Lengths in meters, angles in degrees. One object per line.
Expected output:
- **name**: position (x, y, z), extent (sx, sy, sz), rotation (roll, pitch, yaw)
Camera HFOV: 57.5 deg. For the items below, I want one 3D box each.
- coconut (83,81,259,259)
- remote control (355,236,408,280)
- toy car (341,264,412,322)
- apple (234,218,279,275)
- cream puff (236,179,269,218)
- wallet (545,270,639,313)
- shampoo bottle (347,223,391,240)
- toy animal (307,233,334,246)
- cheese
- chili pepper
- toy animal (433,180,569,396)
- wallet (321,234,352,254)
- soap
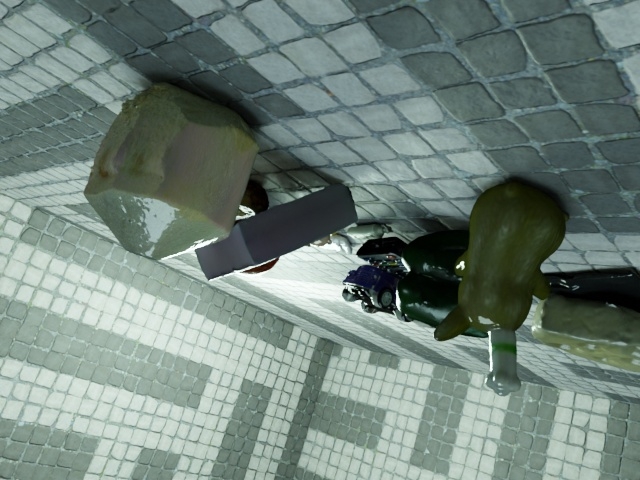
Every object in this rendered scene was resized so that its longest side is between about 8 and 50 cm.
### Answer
- **coconut**: position (-0.288, -0.113, 1.115), extent (0.298, 0.309, 0.297), rotation (17, 164, 5)
- **remote control**: position (0.259, 0.075, 1.558), extent (0.145, 0.062, 0.399), rotation (-6, 157, 39)
- **toy car**: position (0.186, 0.135, 1.705), extent (0.235, 0.157, 0.172), rotation (33, 163, -36)
- **apple**: position (-0.208, 0.016, 1.729), extent (0.181, 0.181, 0.168), rotation (32, -177, -41)
- **cream puff**: position (-0.199, -0.110, 1.434), extent (0.149, 0.084, 0.149), rotation (4, 165, 1)
- **wallet**: position (0.663, 0.131, 1.396), extent (0.247, 0.041, 0.323), rotation (24, 161, -26)
- **shampoo bottle**: position (0.129, -0.022, 1.470), extent (0.049, 0.034, 0.141), rotation (36, 157, -29)
- **toy animal**: position (-0.020, -0.023, 1.539), extent (0.115, 0.081, 0.091), rotation (9, 160, 33)
- **cheese**: position (0.681, 0.228, 1.424), extent (0.327, 0.115, 0.318), rotation (21, 168, -12)
- **chili pepper**: position (0.304, 0.101, 1.319), extent (0.257, 0.233, 0.248), rotation (6, 152, 12)
- **toy animal**: position (0.321, 0.079, 1.061), extent (0.181, 0.362, 0.180), rotation (16, 179, 22)
- **wallet**: position (0.000, 0.000, 1.691), extent (0.183, 0.031, 0.124), rotation (12, 166, 17)
- **soap**: position (-0.106, -0.020, 1.313), extent (0.296, 0.286, 0.107), rotation (-16, 98, 60)
